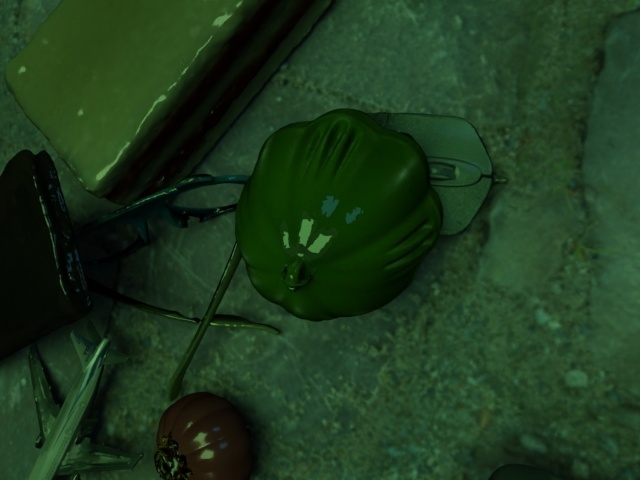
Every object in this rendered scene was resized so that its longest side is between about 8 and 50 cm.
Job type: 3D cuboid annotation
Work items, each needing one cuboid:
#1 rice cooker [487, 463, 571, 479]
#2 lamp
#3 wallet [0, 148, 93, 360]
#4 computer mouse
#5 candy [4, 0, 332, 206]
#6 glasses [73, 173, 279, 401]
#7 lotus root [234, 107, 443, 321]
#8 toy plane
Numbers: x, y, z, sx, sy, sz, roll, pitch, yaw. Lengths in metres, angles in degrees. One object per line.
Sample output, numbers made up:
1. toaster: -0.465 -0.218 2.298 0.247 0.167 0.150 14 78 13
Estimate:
1. rice cooker: 0.184 0.317 0.523 0.288 0.288 0.277 35 94 19
2. lamp: -0.110 0.198 0.727 0.107 0.092 0.108 17 113 46
3. wallet: -0.320 0.033 0.769 0.309 0.042 0.165 -25 79 47
4. computer mouse: 0.055 -0.061 0.712 0.228 0.068 0.113 2 86 19
5. candy: -0.146 -0.204 0.764 0.179 0.135 0.321 43 96 18
6. glasses: -0.140 0.042 0.775 0.239 0.102 0.207 -19 106 15
7. lotus root: 0.000 0.000 0.620 0.186 0.186 0.186 -2 83 18
8. toy plane: -0.260 0.194 0.786 0.226 0.058 0.226 29 104 39
